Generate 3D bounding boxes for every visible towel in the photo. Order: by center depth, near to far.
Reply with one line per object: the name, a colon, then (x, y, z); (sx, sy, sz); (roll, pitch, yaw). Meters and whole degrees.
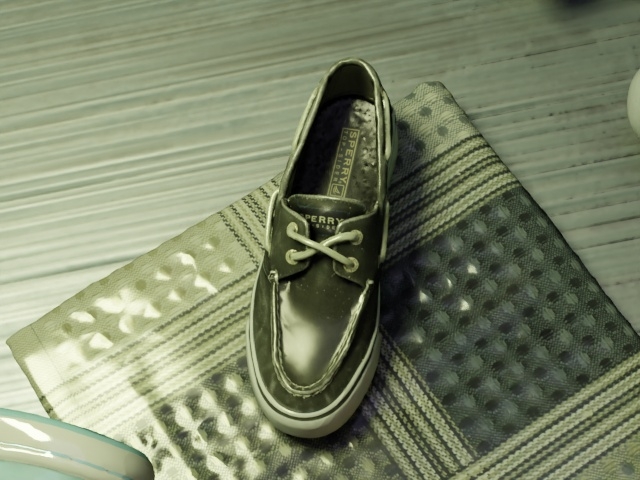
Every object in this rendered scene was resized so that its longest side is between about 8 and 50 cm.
towel: (0.019, 0.098, 0.960); (0.324, 0.056, 0.312); (-31, 67, -11)

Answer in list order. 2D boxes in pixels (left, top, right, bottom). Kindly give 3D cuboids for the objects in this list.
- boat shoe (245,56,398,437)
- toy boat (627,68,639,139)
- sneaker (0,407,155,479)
boat shoe: (0.000, 0.000, 0.936); (0.078, 0.070, 0.219); (5, 66, 6)
toy boat: (0.247, -0.011, 0.896); (0.148, 0.267, 0.318); (7, 32, 3)
sneaker: (-0.235, 0.200, 0.876); (0.319, 0.127, 0.208); (-7, 63, 28)
